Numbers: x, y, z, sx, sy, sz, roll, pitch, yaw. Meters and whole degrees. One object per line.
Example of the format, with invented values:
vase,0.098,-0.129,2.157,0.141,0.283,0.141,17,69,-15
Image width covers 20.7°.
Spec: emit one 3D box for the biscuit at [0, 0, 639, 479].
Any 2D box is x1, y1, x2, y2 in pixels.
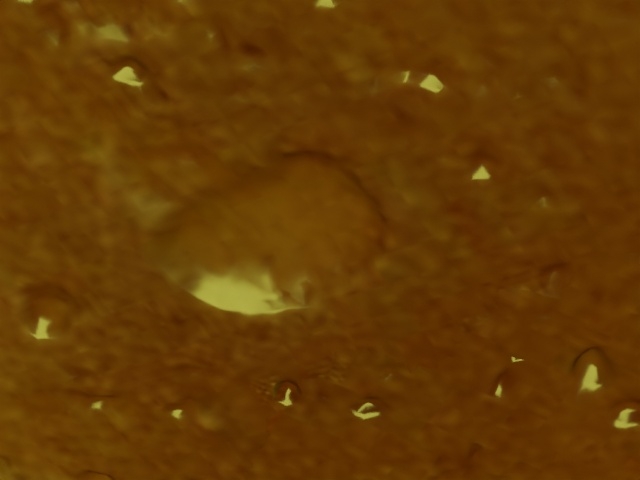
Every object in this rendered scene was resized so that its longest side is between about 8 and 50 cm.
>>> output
biscuit,0.000,0.000,0.598,0.350,0.078,0.455,-31,115,24
